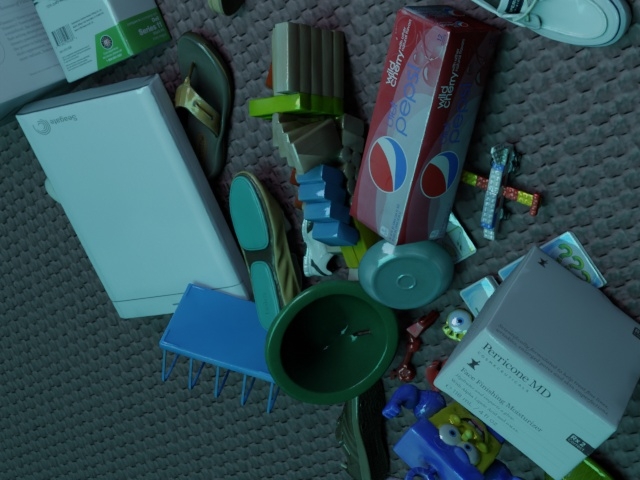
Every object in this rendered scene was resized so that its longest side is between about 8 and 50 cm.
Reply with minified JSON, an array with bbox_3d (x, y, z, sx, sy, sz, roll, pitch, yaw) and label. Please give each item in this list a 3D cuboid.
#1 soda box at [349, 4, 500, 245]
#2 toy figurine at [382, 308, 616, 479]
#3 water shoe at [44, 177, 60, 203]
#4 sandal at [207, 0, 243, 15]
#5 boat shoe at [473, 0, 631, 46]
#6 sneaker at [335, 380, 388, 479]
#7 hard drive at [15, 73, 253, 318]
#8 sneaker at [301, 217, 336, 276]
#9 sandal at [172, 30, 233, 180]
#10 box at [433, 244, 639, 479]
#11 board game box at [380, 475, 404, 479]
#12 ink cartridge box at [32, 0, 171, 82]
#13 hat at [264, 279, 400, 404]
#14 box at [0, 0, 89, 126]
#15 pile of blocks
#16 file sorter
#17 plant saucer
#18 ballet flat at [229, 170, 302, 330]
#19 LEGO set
[{"bbox_3d":[0.116,-0.131,1.418,0.092,0.083,0.263,36,124,41],"label":"soda box"},{"bbox_3d":[0.181,0.284,1.535,0.362,0.217,0.191,47,134,11],"label":"toy figurine"},{"bbox_3d":[-0.325,-0.075,1.878,0.203,0.073,0.080,24,109,20],"label":"water shoe"},{"bbox_3d":[-0.138,-0.396,1.524,0.079,0.088,0.240,22,131,22],"label":"sandal"},{"bbox_3d":[0.213,-0.258,1.313,0.226,0.076,0.083,28,128,26],"label":"boat shoe"},{"bbox_3d":[0.047,0.261,1.739,0.071,0.066,0.188,13,120,36],"label":"sneaker"},{"bbox_3d":[-0.259,-0.052,1.760,0.233,0.047,0.353,-8,119,28],"label":"hard drive"},{"bbox_3d":[0.000,0.000,1.663,0.043,0.040,0.109,7,122,19],"label":"sneaker"},{"bbox_3d":[-0.171,-0.175,1.689,0.090,0.060,0.219,26,127,27],"label":"sandal"},{"bbox_3d":[0.256,0.135,1.400,0.181,0.182,0.119,38,132,4],"label":"box"},{"bbox_3d":[0.114,0.384,1.782,0.090,0.020,0.090,7,116,37],"label":"board game box"},{"bbox_3d":[-0.318,-0.342,1.702,0.153,0.087,0.208,-12,106,43],"label":"ink cartridge box"},{"bbox_3d":[-0.005,0.108,1.665,0.173,0.183,0.208,34,104,-22],"label":"hat"},{"bbox_3d":[-0.512,-0.339,1.775,0.168,0.215,0.345,-26,94,45],"label":"box"},{"bbox_3d":[-0.016,-0.094,1.542,0.112,0.149,0.362,-4,111,40],"label":"pile of blocks"},{"bbox_3d":[-0.128,0.157,1.755,0.170,0.118,0.104,16,137,7],"label":"file sorter"},{"bbox_3d":[0.106,0.045,1.523,0.119,0.021,0.119,0,129,0],"label":"plant saucer"},{"bbox_3d":[-0.069,0.012,1.700,0.080,0.073,0.232,2,108,43],"label":"ballet flat"},{"bbox_3d":[0.199,-0.007,1.477,0.182,0.060,0.244,-33,90,41],"label":"LEGO set"}]
